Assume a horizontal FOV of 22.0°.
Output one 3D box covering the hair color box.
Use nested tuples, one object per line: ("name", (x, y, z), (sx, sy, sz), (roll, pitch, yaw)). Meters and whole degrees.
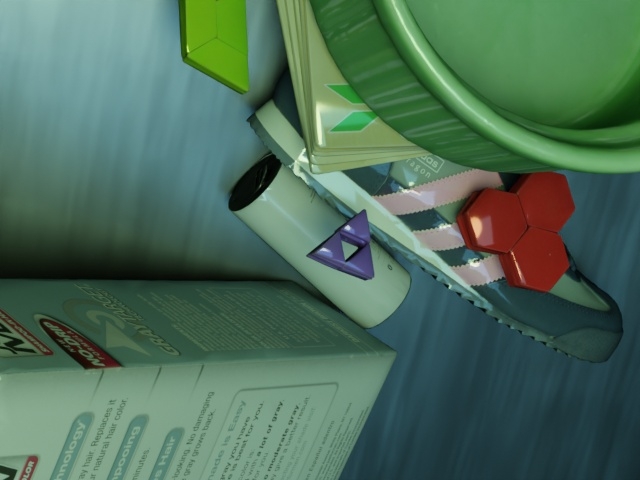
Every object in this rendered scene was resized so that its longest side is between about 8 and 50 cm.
("hair color box", (-0.128, 0.128, 1.032), (0.374, 0.113, 0.185), (2, 116, -55))

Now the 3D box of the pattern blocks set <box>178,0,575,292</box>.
("pattern blocks set", (0.047, -0.135, 1.048), (0.285, 0.026, 0.325), (6, 84, -20))

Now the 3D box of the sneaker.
("sneaker", (0.111, -0.035, 1.128), (0.319, 0.112, 0.131), (34, 101, -22))

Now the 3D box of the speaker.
("speaker", (0.000, 0.000, 1.149), (0.055, 0.055, 0.136), (-45, 114, 7))

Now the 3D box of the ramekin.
("ramekin", (0.137, -0.182, 0.992), (0.303, 0.148, 0.303), (2, 85, -21))
